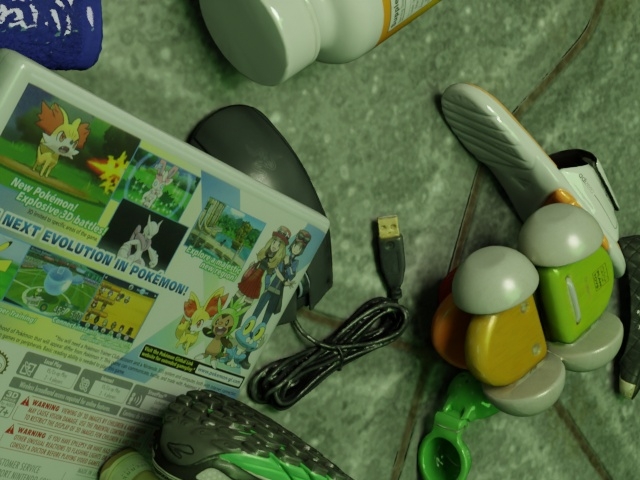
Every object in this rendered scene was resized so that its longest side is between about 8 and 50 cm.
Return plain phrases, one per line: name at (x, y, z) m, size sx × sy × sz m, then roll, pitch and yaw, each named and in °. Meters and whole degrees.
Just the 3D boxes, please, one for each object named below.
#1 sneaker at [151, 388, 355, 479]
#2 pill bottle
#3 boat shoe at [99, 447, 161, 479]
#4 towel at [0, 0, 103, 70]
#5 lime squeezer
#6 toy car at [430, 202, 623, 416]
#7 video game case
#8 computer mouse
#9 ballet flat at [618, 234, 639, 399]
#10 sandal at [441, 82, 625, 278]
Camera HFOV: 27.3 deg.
sneaker at (-0.038, 0.230, 1.008) m, size 0.146 × 0.134 × 0.343 m, roll -52°, pitch 144°, yaw -15°
pill bottle at (0.027, -0.226, 1.049) m, size 0.245 × 0.136 × 0.136 m, roll -38°, pitch 116°, yaw -26°
boat shoe at (-0.132, 0.218, 0.979) m, size 0.050 × 0.045 × 0.135 m, roll -31°, pitch 132°, yaw -30°
towel at (-0.294, -0.229, 0.862) m, size 0.308 × 0.076 × 0.228 m, roll -1°, pitch 89°, yaw -35°
lime squeezer at (0.134, 0.189, 1.237) m, size 0.310 × 0.059 × 0.110 m, roll -59°, pitch 153°, yaw -17°
toy car at (0.178, 0.056, 1.192) m, size 0.182 × 0.136 × 0.159 m, roll -32°, pitch 118°, yaw -25°
video game case at (-0.164, 0.063, 0.920) m, size 0.329 × 0.036 × 0.300 m, roll 27°, pitch 92°, yaw -50°
computer mouse at (0.000, 0.000, 1.102) m, size 0.184 × 0.060 × 0.262 m, roll -25°, pitch 110°, yaw -30°
ballet flat at (0.325, 0.079, 1.367) m, size 0.057 × 0.049 × 0.173 m, roll -14°, pitch 110°, yaw -70°
sandal at (0.217, -0.067, 1.227) m, size 0.076 × 0.102 × 0.265 m, roll -51°, pitch 119°, yaw -17°
